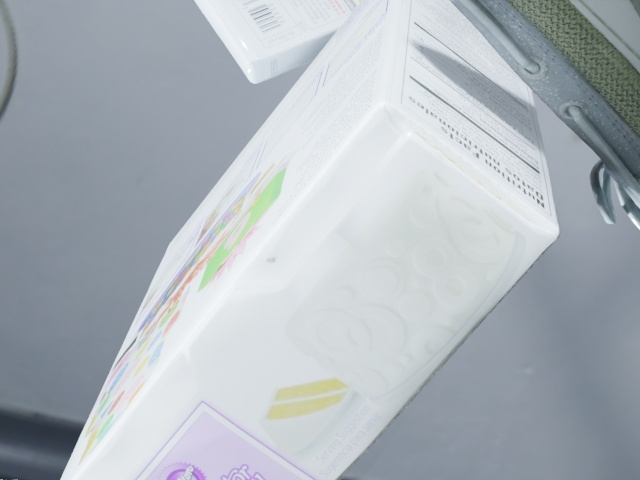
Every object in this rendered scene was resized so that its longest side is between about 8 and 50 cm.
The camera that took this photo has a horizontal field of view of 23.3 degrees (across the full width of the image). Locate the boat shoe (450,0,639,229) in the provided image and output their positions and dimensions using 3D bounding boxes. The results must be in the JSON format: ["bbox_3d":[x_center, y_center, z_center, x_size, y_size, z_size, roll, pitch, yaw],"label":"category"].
[{"bbox_3d":[0.137,-0.089,0.719,0.103,0.118,0.320,-11,144,36],"label":"boat shoe"}]

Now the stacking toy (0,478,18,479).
[{"bbox_3d":[-0.298,0.304,1.249,0.052,0.221,0.167,1,102,14],"label":"stacking toy"}]

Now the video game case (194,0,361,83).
[{"bbox_3d":[-0.006,-0.220,1.004,0.206,0.227,0.026,-25,150,-16],"label":"video game case"}]

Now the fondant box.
[{"bbox_3d":[0.000,0.000,0.786,0.096,0.330,0.238,37,109,-8],"label":"fondant box"}]
